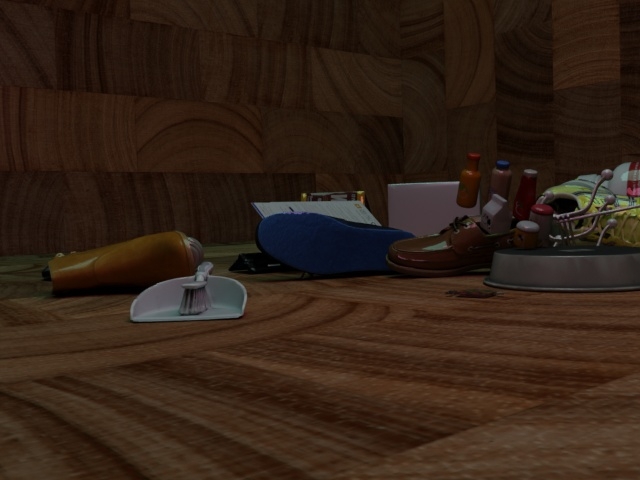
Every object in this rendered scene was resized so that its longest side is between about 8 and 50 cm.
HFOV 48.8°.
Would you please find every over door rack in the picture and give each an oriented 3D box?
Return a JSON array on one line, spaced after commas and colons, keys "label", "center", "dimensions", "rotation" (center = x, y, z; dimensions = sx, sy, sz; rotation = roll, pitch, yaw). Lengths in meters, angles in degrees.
[{"label": "over door rack", "center": [0.600, -0.040, 1.345], "dimensions": [0.324, 0.108, 0.239], "rotation": [-1, -23, 25]}]

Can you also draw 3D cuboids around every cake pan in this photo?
[{"label": "cake pan", "center": [0.416, 0.042, 1.157], "dimensions": [0.293, 0.054, 0.293], "rotation": [-2, 3, 0]}]

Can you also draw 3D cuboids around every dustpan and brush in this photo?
[{"label": "dustpan and brush", "center": [-0.170, 0.066, 0.981], "dimensions": [0.147, 0.060, 0.211], "rotation": [-2, 2, -1]}]

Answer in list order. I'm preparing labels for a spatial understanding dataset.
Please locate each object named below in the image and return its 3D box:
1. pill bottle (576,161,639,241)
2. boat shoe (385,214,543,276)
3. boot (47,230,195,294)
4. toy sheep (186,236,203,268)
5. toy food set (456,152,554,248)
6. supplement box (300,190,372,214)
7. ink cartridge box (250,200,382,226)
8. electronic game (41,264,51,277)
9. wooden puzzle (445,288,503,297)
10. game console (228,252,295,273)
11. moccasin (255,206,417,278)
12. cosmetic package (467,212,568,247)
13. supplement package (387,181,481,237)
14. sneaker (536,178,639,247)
[{"label": "pill bottle", "center": [0.851, -0.085, 1.734], "dimensions": [0.408, 0.229, 0.229], "rotation": [0, 3, 31]}, {"label": "boat shoe", "center": [0.275, -0.001, 1.356], "dimensions": [0.307, 0.104, 0.111], "rotation": [-4, 27, -11]}, {"label": "boot", "center": [-0.354, 0.052, 1.222], "dimensions": [0.211, 0.104, 0.295], "rotation": [-9, 1, -30]}, {"label": "toy sheep", "center": [-0.318, 0.032, 1.665], "dimensions": [0.091, 0.091, 0.132], "rotation": [-2, 21, -3]}, {"label": "toy food set", "center": [0.345, -0.079, 1.283], "dimensions": [0.111, 0.104, 0.232], "rotation": [-3, 24, -16]}, {"label": "supplement box", "center": [0.050, -0.051, 2.118], "dimensions": [0.191, 0.129, 0.194], "rotation": [-1, -18, 10]}, {"label": "ink cartridge box", "center": [0.009, -0.017, 1.675], "dimensions": [0.371, 0.069, 0.176], "rotation": [-2, 44, -46]}, {"label": "electronic game", "center": [-0.520, 0.058, 1.622], "dimensions": [0.229, 0.048, 0.229], "rotation": [-10, -1, 0]}, {"label": "wooden puzzle", "center": [0.227, 0.077, 1.029], "dimensions": [0.083, 0.006, 0.049], "rotation": [0, 3, 38]}, {"label": "game console", "center": [-0.130, 0.064, 1.600], "dimensions": [0.122, 0.071, 0.107], "rotation": [-4, 33, -33]}, {"label": "moccasin", "center": [0.029, 0.022, 1.420], "dimensions": [0.342, 0.138, 0.117], "rotation": [12, -6, -18]}, {"label": "cosmetic package", "center": [0.502, -0.014, 1.775], "dimensions": [0.160, 0.113, 0.309], "rotation": [0, 2, 34]}, {"label": "supplement package", "center": [0.335, -0.067, 2.057], "dimensions": [0.262, 0.204, 0.145], "rotation": [-1, 3, 14]}, {"label": "sneaker", "center": [0.647, -0.034, 1.559], "dimensions": [0.147, 0.145, 0.385], "rotation": [-13, 20, -31]}]
